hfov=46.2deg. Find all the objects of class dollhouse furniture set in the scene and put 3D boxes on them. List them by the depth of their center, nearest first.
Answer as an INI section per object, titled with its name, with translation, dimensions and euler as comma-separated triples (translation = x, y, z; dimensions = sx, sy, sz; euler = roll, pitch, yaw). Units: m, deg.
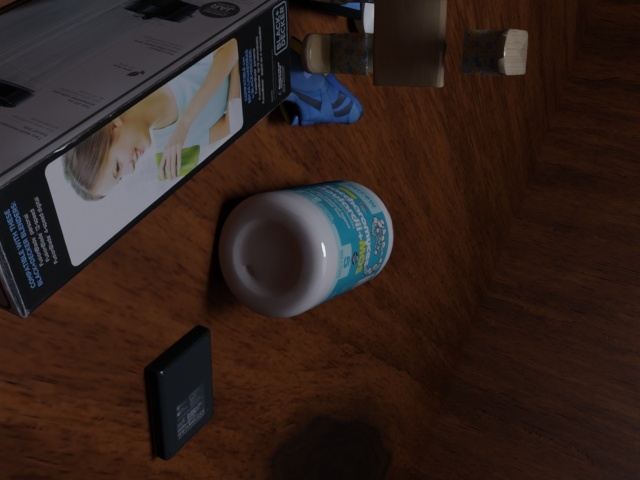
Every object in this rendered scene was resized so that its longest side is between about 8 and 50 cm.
[dollhouse furniture set]
translation = 0.079, -0.268, 0.712
dimensions = 0.161, 0.212, 0.242
euler = -25, 119, -60

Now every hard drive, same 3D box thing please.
[hard drive]
translation = -0.161, 0.178, 0.880
dimensions = 0.094, 0.022, 0.135
euler = -40, 142, -49

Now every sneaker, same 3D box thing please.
[sneaker]
translation = -0.011, -0.172, 0.913
dimensions = 0.082, 0.069, 0.209
euler = -54, 159, 6

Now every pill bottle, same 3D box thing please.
[pill bottle]
translation = 0.000, 0.000, 0.947
dimensions = 0.264, 0.146, 0.146
euler = -19, 124, -61

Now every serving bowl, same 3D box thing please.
[serving bowl]
translation = 0.066, -0.314, 1.008
dimensions = 0.083, 0.027, 0.083
euler = -44, 144, -46

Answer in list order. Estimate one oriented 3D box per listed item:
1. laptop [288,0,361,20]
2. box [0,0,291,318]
[laptop]
translation = 0.057, -0.383, 0.795
dimensions = 0.264, 0.136, 0.234
euler = -35, 173, 28
[box]
translation = -0.164, -0.093, 0.509
dimensions = 0.290, 0.169, 0.087
euler = -50, 150, -42
